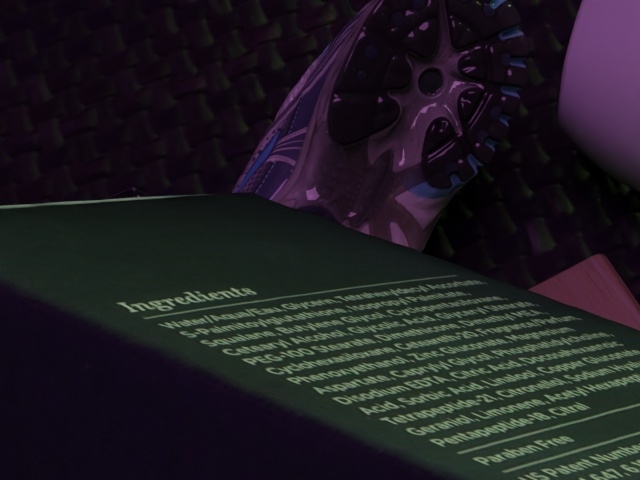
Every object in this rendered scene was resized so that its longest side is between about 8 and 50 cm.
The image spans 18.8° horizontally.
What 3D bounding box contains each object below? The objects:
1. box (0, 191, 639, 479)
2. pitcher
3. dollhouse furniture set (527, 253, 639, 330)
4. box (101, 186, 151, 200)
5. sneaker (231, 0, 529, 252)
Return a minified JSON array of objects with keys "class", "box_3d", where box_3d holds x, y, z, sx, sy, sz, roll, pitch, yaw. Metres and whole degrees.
[{"class":"box","box_3d":[0.025,0.176,0.640,0.395,0.212,0.293,21,106,36]},{"class":"pitcher","box_3d":[0.222,-0.085,0.897,0.207,0.177,0.125,15,51,15]},{"class":"dollhouse furniture set","box_3d":[0.149,0.104,0.813,0.212,0.161,0.242,-27,61,-6]},{"class":"box","box_3d":[-0.112,0.022,0.965,0.067,0.018,0.083,-20,57,30]},{"class":"sneaker","box_3d":[0.000,0.000,0.940,0.110,0.122,0.283,35,89,-12]}]
